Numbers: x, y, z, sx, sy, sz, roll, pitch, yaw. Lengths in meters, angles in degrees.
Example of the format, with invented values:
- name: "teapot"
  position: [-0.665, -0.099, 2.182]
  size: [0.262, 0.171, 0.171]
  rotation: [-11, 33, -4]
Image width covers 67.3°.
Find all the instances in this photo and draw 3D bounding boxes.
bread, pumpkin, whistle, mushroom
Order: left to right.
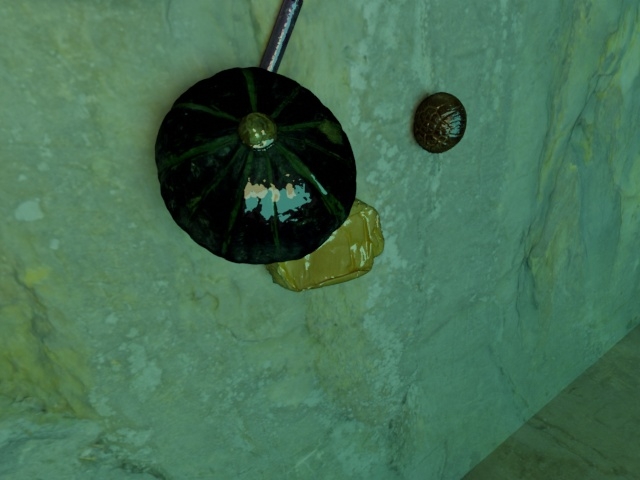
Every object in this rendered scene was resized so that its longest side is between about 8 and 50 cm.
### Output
- name: "pumpkin"
  position: [-0.094, -0.116, 0.737]
  size: [0.315, 0.238, 0.315]
  rotation: [2, 79, -11]
- name: "whistle"
  position: [-0.068, -0.342, 0.808]
  size: [0.033, 0.033, 0.177]
  rotation: [15, 105, -36]
- name: "bread"
  position: [0.000, 0.000, 0.960]
  size: [0.250, 0.133, 0.179]
  rotation: [-22, 123, -23]
- name: "mushroom"
  position: [0.248, -0.246, 1.013]
  size: [0.085, 0.109, 0.126]
  rotation: [-12, 103, -21]
